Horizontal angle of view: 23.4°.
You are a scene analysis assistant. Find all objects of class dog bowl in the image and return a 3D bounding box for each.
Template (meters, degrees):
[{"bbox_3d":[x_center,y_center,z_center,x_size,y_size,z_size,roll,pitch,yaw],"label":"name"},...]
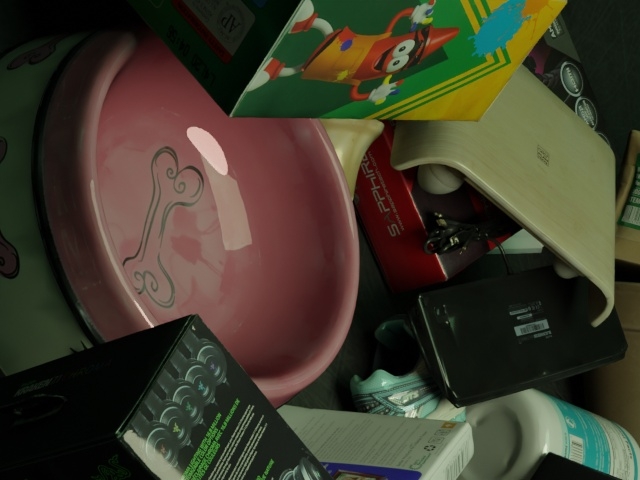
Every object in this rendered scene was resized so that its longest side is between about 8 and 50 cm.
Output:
[{"bbox_3d":[-0.125,-0.012,1.354,0.408,0.150,0.408,24,57,-43],"label":"dog bowl"}]

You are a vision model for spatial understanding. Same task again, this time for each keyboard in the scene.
[{"bbox_3d":[0.205,0.059,1.657,0.317,0.033,0.201,-9,79,-45],"label":"keyboard"}]

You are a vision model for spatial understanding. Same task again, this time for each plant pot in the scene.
[{"bbox_3d":[0.423,0.182,1.891,0.263,0.263,0.229,15,81,-47],"label":"plant pot"}]

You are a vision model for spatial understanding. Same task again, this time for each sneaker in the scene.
[{"bbox_3d":[0.125,0.116,1.641,0.122,0.110,0.283,57,39,-12],"label":"sneaker"}]

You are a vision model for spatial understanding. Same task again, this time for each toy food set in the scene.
[{"bbox_3d":[0.204,-0.071,1.654,0.306,0.092,0.219,38,41,-25],"label":"toy food set"}]

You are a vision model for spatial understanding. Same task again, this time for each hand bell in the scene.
[{"bbox_3d":[0.000,0.000,1.563,0.126,0.126,0.242,9,80,-49],"label":"hand bell"}]

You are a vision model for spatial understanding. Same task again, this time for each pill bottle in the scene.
[{"bbox_3d":[0.262,0.253,1.716,0.264,0.146,0.146,25,56,-43],"label":"pill bottle"}]

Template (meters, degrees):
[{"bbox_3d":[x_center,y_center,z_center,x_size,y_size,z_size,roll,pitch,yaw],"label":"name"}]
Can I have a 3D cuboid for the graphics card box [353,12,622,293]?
[{"bbox_3d":[0.177,-0.119,1.768,0.371,0.094,0.232,-30,99,-42],"label":"graphics card box"}]

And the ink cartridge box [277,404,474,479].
[{"bbox_3d":[0.005,0.213,1.373,0.206,0.208,0.045,-41,129,-56],"label":"ink cartridge box"}]

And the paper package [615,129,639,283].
[{"bbox_3d":[0.542,-0.001,1.944,0.309,0.325,0.168,25,82,-67],"label":"paper package"}]

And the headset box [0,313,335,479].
[{"bbox_3d":[-0.131,0.207,1.169,0.283,0.246,0.131,53,41,-22],"label":"headset box"}]

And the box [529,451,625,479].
[{"bbox_3d":[0.280,0.423,1.547,0.296,0.183,0.294,45,75,-30],"label":"box"}]

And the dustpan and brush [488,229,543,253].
[{"bbox_3d":[0.234,-0.093,1.901,0.147,0.060,0.211,-1,74,-51],"label":"dustpan and brush"}]

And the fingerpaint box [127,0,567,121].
[{"bbox_3d":[-0.052,-0.304,1.408,0.371,0.163,0.445,-6,48,-52],"label":"fingerpaint box"}]
